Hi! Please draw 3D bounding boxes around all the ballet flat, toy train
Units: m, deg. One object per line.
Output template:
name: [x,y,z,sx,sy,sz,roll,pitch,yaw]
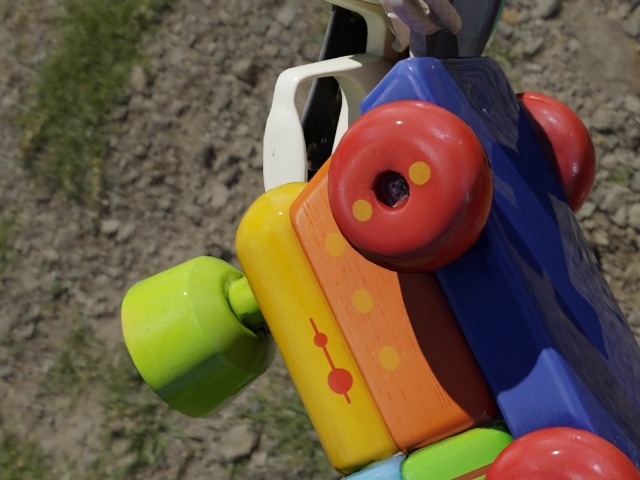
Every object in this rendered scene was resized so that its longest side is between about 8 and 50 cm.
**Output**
ballet flat: [0.020,-0.065,0.485,0.074,0.074,0.203,23,101,40]
toy train: [0.000,0.000,0.395,0.143,0.105,0.248,-28,83,28]
